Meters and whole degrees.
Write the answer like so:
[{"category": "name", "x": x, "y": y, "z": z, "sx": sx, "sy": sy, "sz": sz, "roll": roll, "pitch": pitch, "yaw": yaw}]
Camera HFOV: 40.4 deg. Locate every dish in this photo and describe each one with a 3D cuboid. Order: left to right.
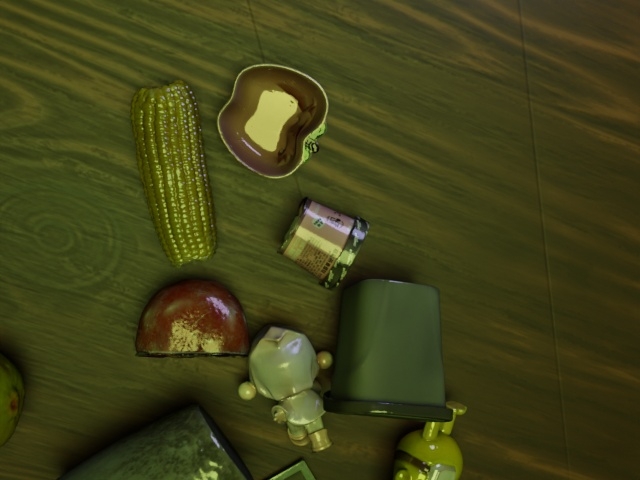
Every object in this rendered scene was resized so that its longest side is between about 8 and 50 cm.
[{"category": "dish", "x": -0.089, "y": -0.226, "z": 1.644, "sx": 0.214, "sy": 0.090, "sz": 0.213, "roll": -1, "pitch": 98, "yaw": -7}]

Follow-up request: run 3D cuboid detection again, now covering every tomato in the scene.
[{"category": "tomato", "x": -0.240, "y": 0.150, "z": 1.656, "sx": 0.214, "sy": 0.181, "sz": 0.155, "roll": 3, "pitch": 84, "yaw": -11}]

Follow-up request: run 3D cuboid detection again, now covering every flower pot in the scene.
[{"category": "flower pot", "x": -0.309, "y": 0.483, "z": 1.634, "sx": 0.330, "sy": 0.293, "sz": 0.293, "roll": -37, "pitch": 103, "yaw": -8}]

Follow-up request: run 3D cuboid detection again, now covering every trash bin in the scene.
[{"category": "trash bin", "x": 0.129, "y": 0.214, "z": 1.658, "sx": 0.220, "sy": 0.219, "sz": 0.250, "roll": 9, "pitch": 73, "yaw": -20}]

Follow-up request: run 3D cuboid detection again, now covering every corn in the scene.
[{"category": "corn", "x": -0.267, "y": -0.120, "z": 1.615, "sx": 0.131, "sy": 0.131, "sz": 0.344, "roll": -11, "pitch": 101, "yaw": -7}]

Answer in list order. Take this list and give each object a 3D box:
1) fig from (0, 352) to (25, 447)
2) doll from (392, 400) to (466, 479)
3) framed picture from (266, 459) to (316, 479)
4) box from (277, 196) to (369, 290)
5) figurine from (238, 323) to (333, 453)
[{"category": "fig", "x": -0.663, "y": 0.288, "z": 1.581, "sx": 0.230, "sy": 0.207, "sz": 0.207, "roll": 15, "pitch": 97, "yaw": -7}, {"category": "doll", "x": 0.196, "y": 0.499, "z": 1.775, "sx": 0.199, "sy": 0.145, "sz": 0.362, "roll": 6, "pitch": 104, "yaw": -49}, {"category": "framed picture", "x": -0.110, "y": 0.617, "z": 1.816, "sx": 0.293, "sy": 0.018, "sz": 0.231, "roll": -29, "pitch": 103, "yaw": -3}, {"category": "box", "x": 0.000, "y": 0.000, "z": 1.670, "sx": 0.135, "sy": 0.151, "sz": 0.151, "roll": 29, "pitch": 94, "yaw": -4}, {"category": "figurine", "x": -0.058, "y": 0.286, "z": 1.711, "sx": 0.200, "sy": 0.133, "sz": 0.275, "roll": -22, "pitch": 103, "yaw": -8}]
